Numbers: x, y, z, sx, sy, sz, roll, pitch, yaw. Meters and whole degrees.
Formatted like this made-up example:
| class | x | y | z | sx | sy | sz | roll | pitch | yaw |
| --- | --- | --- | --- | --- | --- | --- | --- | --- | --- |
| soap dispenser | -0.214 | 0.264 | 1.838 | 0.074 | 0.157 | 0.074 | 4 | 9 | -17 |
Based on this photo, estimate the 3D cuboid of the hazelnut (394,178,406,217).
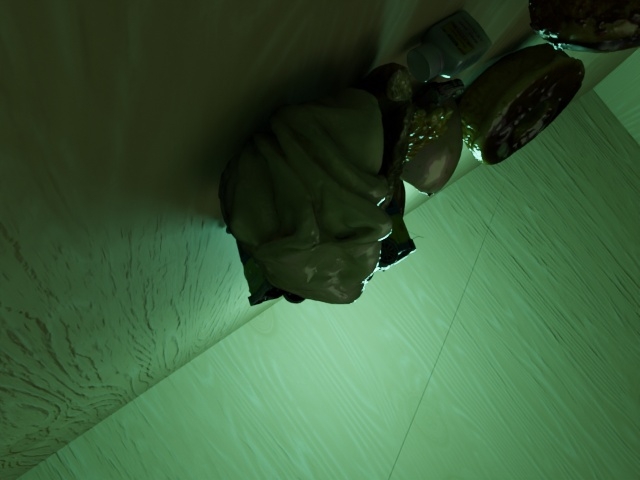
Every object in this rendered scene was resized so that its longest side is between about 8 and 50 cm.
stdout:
| class | x | y | z | sx | sy | sz | roll | pitch | yaw |
| --- | --- | --- | --- | --- | --- | --- | --- | --- | --- |
| hazelnut | 0.130 | -0.078 | 1.628 | 0.181 | 0.181 | 0.212 | -17 | 167 | 17 |

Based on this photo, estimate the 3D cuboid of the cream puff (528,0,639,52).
| class | x | y | z | sx | sy | sz | roll | pitch | yaw |
| --- | --- | --- | --- | --- | --- | --- | --- | --- | --- |
| cream puff | 0.453 | -0.398 | 1.054 | 0.240 | 0.240 | 0.164 | -32 | 141 | -27 |

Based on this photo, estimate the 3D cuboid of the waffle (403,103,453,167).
| class | x | y | z | sx | sy | sz | roll | pitch | yaw |
| --- | --- | --- | --- | --- | --- | --- | --- | --- | --- |
| waffle | 0.127 | -0.182 | 1.266 | 0.280 | 0.060 | 0.262 | -25 | 167 | 11 |

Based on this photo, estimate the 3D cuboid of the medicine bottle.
| class | x | y | z | sx | sy | sz | roll | pitch | yaw |
| --- | --- | --- | --- | --- | --- | --- | --- | --- | --- |
| medicine bottle | 0.191 | -0.290 | 0.997 | 0.118 | 0.074 | 0.055 | -32 | 172 | -20 |

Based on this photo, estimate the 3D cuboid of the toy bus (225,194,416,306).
| class | x | y | z | sx | sy | sz | roll | pitch | yaw |
| --- | --- | --- | --- | --- | --- | --- | --- | --- | --- |
| toy bus | 0.000 | 0.000 | 1.235 | 0.312 | 0.190 | 0.152 | -14 | 168 | -24 |

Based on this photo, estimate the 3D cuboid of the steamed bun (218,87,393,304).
| class | x | y | z | sx | sy | sz | roll | pitch | yaw |
| --- | --- | --- | --- | --- | --- | --- | --- | --- | --- |
| steamed bun | -0.032 | -0.066 | 0.882 | 0.207 | 0.268 | 0.280 | 1 | 147 | -12 |

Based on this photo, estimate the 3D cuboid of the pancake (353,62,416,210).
| class | x | y | z | sx | sy | sz | roll | pitch | yaw |
| --- | --- | --- | --- | --- | --- | --- | --- | --- | --- |
| pancake | 0.071 | -0.168 | 0.981 | 0.056 | 0.212 | 0.257 | 0 | 125 | -18 |

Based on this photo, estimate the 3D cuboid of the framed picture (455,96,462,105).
| class | x | y | z | sx | sy | sz | roll | pitch | yaw |
| --- | --- | --- | --- | --- | --- | --- | --- | --- | --- |
| framed picture | 0.364 | -0.340 | 1.643 | 0.168 | 0.023 | 0.128 | -34 | 172 | -16 |

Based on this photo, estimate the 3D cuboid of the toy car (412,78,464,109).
| class | x | y | z | sx | sy | sz | roll | pitch | yaw |
| --- | --- | --- | --- | --- | --- | --- | --- | --- | --- |
| toy car | 0.219 | -0.278 | 1.268 | 0.069 | 0.055 | 0.142 | -21 | 176 | -27 |

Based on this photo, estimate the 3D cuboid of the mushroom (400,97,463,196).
| class | x | y | z | sx | sy | sz | roll | pitch | yaw |
| --- | --- | --- | --- | --- | --- | --- | --- | --- | --- |
| mushroom | 0.266 | -0.214 | 1.453 | 0.173 | 0.162 | 0.236 | -40 | 173 | 39 |

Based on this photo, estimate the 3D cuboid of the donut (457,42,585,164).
| class | x | y | z | sx | sy | sz | roll | pitch | yaw |
| --- | --- | --- | --- | --- | --- | --- | --- | --- | --- |
| donut | 0.458 | -0.328 | 1.559 | 0.330 | 0.160 | 0.330 | -28 | 149 | -19 |
